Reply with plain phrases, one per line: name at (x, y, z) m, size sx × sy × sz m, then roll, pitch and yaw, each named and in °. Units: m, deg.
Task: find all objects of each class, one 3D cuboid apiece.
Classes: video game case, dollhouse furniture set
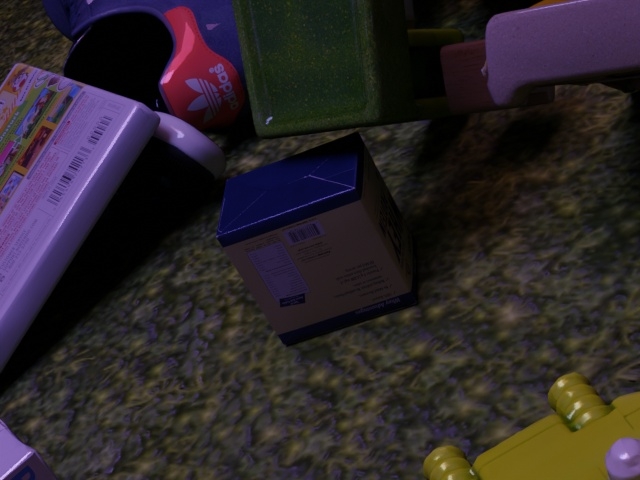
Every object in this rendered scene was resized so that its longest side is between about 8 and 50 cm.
video game case at (-0.222, -0.011, 0.929) m, size 0.206 × 0.026 × 0.227 m, roll 23°, pitch 79°, yaw 53°
dollhouse furniture set at (0.125, -0.150, 0.714) m, size 0.301 × 0.151 × 0.197 m, roll -4°, pitch 5°, yaw 37°

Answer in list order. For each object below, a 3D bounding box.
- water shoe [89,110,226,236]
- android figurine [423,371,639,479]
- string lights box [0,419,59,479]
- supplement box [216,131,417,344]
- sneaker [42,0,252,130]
water shoe at (-0.145, -0.036, 0.949) m, size 0.203 × 0.073 × 0.080 m, roll -2°, pitch 58°, yaw 47°
android figurine at (0.117, 0.142, 0.472) m, size 0.248 × 0.056 × 0.273 m, roll -29°, pitch 33°, yaw 1°
string lights box at (-0.251, 0.192, 0.677) m, size 0.260 × 0.077 × 0.133 m, roll -41°, pitch 33°, yaw -19°
supplement box at (0.000, 0.000, 0.744) m, size 0.083 × 0.083 × 0.056 m, roll -19°, pitch 33°, yaw 17°
sneaker at (-0.159, -0.160, 1.062) m, size 0.148 × 0.131 × 0.350 m, roll -39°, pitch 32°, yaw -24°
